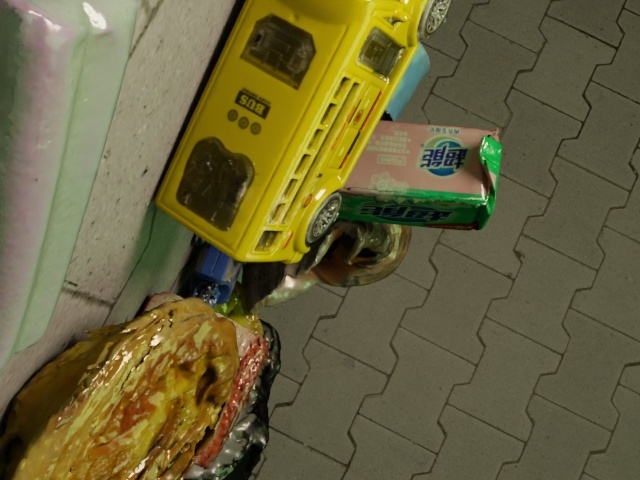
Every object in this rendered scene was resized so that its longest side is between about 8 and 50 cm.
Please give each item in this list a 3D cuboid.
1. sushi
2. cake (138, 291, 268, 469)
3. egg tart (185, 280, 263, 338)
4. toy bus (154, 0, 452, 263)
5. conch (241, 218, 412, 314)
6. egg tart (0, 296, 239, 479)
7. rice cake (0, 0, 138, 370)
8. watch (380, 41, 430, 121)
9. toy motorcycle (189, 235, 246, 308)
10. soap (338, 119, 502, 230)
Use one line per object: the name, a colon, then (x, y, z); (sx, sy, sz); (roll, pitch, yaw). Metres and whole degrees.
sushi: (-0.180, 0.268, 1.139); (0.350, 0.211, 0.171); (-76, -177, -50)
cake: (-0.153, 0.146, 0.900); (0.159, 0.158, 0.262); (-63, -179, 4)
egg tart: (-0.152, 0.127, 1.079); (0.074, 0.191, 0.191); (-28, -169, 17)
toy bus: (-0.017, -0.146, 0.651); (0.330, 0.144, 0.152); (-62, 161, 13)
conch: (-0.010, -0.014, 1.075); (0.297, 0.210, 0.352); (-35, 164, 0)
egg tart: (-0.195, 0.167, 0.632); (0.297, 0.132, 0.297); (-53, 162, -26)
rice cake: (-0.146, -0.022, 0.360); (0.222, 0.042, 0.080); (-63, 180, 30)
watch: (0.039, -0.204, 0.842); (0.211, 0.211, 0.193); (-64, -164, -3)
toy motorcycle: (-0.133, 0.019, 0.968); (0.114, 0.076, 0.205); (-118, -131, -86)
soap: (0.061, -0.077, 0.825); (0.218, 0.273, 0.098); (43, 54, -80)
